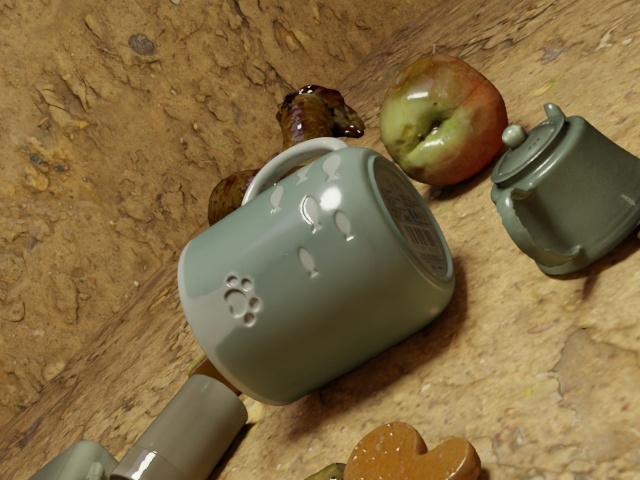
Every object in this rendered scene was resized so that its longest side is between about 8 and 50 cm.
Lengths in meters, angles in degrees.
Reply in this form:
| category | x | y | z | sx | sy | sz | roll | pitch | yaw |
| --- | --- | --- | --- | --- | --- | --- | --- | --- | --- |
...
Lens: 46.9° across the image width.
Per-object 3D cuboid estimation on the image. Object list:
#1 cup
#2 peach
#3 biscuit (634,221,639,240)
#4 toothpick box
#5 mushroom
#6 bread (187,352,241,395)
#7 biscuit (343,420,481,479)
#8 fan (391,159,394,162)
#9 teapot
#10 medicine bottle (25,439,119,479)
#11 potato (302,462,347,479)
| category | x | y | z | sx | sy | sz | roll | pitch | yaw |
| --- | --- | --- | --- | --- | --- | --- | --- | --- | --- |
| cup | 0.000 | 0.000 | 0.970 | 0.274 | 0.259 | 0.357 | -31 | 48 | 23 |
| peach | 0.202 | -0.204 | 1.240 | 0.214 | 0.214 | 0.235 | -37 | 8 | 18 |
| biscuit | 0.355 | -0.034 | 0.730 | 0.130 | 0.019 | 0.119 | -51 | 17 | -30 |
| toothpick box | -0.192 | 0.286 | 1.017 | 0.111 | 0.111 | 0.181 | -24 | 22 | 48 |
| mushroom | -0.008 | -0.105 | 1.268 | 0.334 | 0.331 | 0.356 | 9 | -84 | -72 |
| bread | -0.109 | 0.166 | 1.201 | 0.226 | 0.088 | 0.049 | -42 | 11 | -7 |
| biscuit | 0.076 | 0.240 | 0.627 | 0.165 | 0.036 | 0.250 | -40 | 18 | 3 |
| fan | 0.215 | -0.230 | 1.661 | 0.175 | 0.005 | 0.113 | -45 | 16 | -18 |
| teapot | 0.249 | -0.064 | 0.792 | 0.162 | 0.149 | 0.239 | -35 | 14 | 46 |
| medicine bottle | -0.424 | 0.466 | 1.065 | 0.282 | 0.123 | 0.375 | -37 | 16 | 12 |
| potato | 0.003 | 0.257 | 0.748 | 0.083 | 0.040 | 0.051 | -34 | 7 | 20 |
